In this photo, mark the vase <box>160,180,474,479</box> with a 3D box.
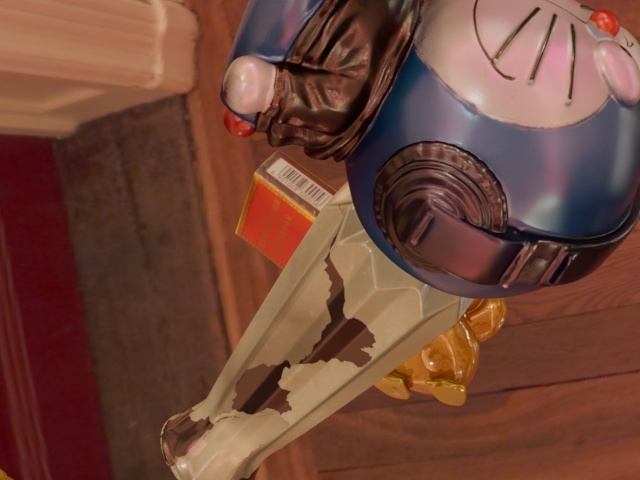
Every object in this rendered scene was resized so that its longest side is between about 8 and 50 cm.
[{"bbox_3d":[-0.009,0.101,1.054,0.165,0.165,0.360,49,116,16],"label":"vase"}]

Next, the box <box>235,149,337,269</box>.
[{"bbox_3d":[0.000,-0.001,1.575,0.240,0.074,0.153,37,139,11],"label":"box"}]

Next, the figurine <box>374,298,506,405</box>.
[{"bbox_3d":[0.190,0.149,1.792,0.215,0.215,0.228,5,86,26],"label":"figurine"}]

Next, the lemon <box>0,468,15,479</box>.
[{"bbox_3d":[-0.256,0.212,0.530,0.322,0.268,0.268,-1,93,1],"label":"lemon"}]

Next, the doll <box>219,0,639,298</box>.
[{"bbox_3d":[0.091,-0.094,0.791,0.310,0.284,0.240,26,128,-2],"label":"doll"}]
